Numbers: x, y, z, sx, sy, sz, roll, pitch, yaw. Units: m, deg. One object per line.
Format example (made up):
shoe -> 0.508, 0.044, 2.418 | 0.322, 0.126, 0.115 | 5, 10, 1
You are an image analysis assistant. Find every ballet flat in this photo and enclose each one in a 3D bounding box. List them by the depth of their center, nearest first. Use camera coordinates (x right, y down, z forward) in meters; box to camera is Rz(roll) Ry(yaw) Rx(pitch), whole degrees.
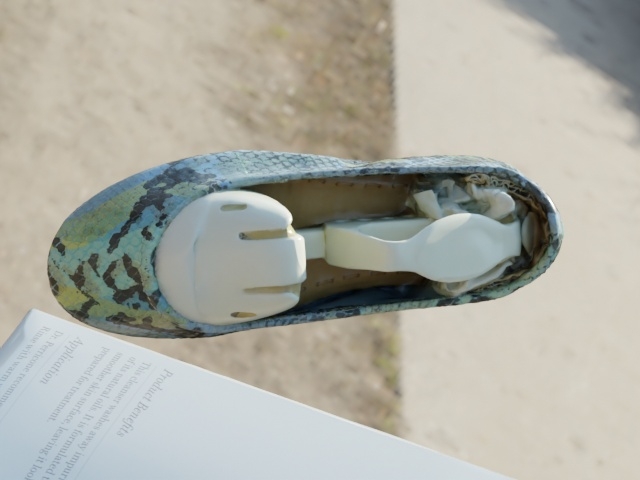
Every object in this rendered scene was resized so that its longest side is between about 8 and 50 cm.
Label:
ballet flat -> 0.000, 0.000, 0.663 | 0.188, 0.070, 0.070 | -9, 40, -17

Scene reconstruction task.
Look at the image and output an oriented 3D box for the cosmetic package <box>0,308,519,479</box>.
cosmetic package -> -0.031, 0.206, 0.968 | 0.385, 0.156, 0.217 | 21, 44, 14
